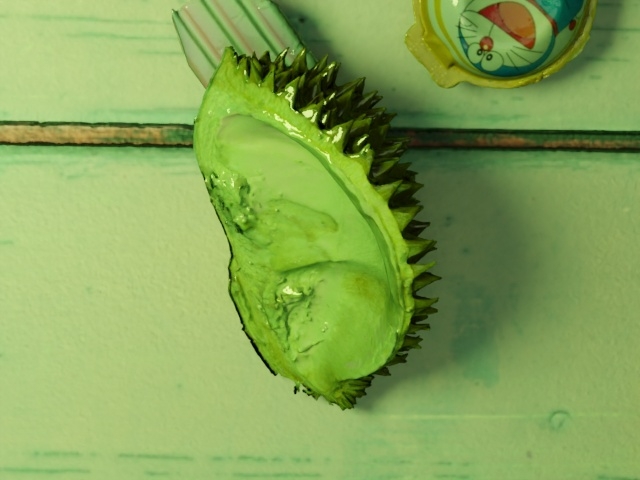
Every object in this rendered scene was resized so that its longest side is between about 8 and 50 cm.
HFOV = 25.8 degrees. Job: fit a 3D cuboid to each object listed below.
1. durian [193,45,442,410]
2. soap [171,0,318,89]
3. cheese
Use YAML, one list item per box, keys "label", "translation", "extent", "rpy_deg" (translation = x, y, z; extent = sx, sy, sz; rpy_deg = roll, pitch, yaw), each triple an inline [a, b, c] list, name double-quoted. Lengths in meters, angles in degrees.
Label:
- label: "durian"
  translation: [0.003, 0.006, 1.274]
  extent: [0.198, 0.163, 0.394]
  rpy_deg: [-11, 125, -7]
- label: "soap"
  translation: [-0.068, -0.173, 1.291]
  extent: [0.100, 0.056, 0.149]
  rpy_deg: [-36, 103, 4]
- label: "cheese"
  translation: [0.196, -0.248, 1.280]
  extent: [0.270, 0.069, 0.177]
  rpy_deg: [-39, 102, 6]
